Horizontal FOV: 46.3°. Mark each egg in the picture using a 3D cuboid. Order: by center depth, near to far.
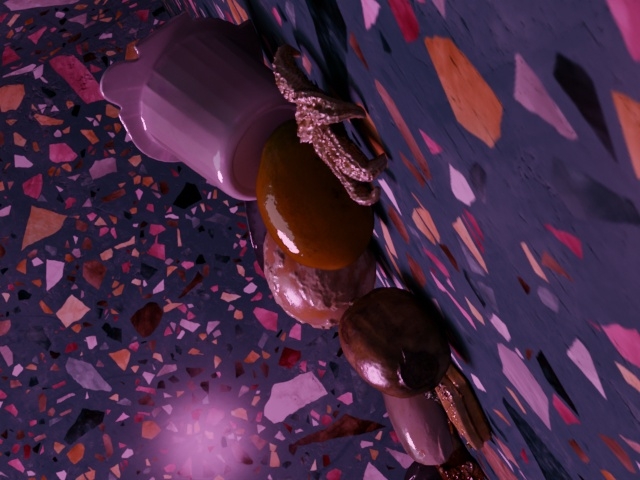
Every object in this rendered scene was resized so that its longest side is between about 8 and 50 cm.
[{"bbox_3d":[-0.002,0.038,1.340,0.203,0.204,0.245,85,160,-82],"label":"egg"}]

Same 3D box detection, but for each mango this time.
[{"bbox_3d":[-0.015,-0.059,1.058,0.221,0.152,0.120,57,-164,-13],"label":"mango"}]

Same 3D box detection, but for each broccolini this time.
[{"bbox_3d":[0.263,0.347,1.469,0.194,0.054,0.052,58,158,-20],"label":"broccolini"}]

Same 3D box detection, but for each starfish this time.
[{"bbox_3d":[0.002,-0.142,0.881,0.216,0.071,0.238,88,158,-71],"label":"starfish"}]

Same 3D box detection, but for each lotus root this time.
[{"bbox_3d":[0.103,0.145,1.143,0.128,0.145,0.260,68,171,-22],"label":"lotus root"}]

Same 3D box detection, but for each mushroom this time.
[{"bbox_3d":[0.198,0.357,1.719,0.350,0.128,0.128,60,177,29],"label":"mushroom"}]

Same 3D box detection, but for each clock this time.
[{"bbox_3d":[-0.102,-0.081,1.648,0.325,0.067,0.324,-6,-90,-83],"label":"clock"}]

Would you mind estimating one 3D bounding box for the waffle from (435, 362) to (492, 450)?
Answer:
[{"bbox_3d":[0.227,0.264,1.235,0.148,0.042,0.102,62,175,-30],"label":"waffle"}]

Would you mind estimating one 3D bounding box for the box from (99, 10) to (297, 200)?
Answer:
[{"bbox_3d":[-0.147,-0.188,1.110,0.206,0.262,0.291,38,-158,31],"label":"box"}]

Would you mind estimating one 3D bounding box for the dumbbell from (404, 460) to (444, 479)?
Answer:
[{"bbox_3d":[0.350,0.690,1.917,0.185,0.185,0.388,61,176,-30],"label":"dumbbell"}]

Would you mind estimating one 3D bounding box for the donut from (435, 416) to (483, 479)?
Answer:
[{"bbox_3d":[0.306,0.505,1.790,0.217,0.085,0.141,60,177,8],"label":"donut"}]
